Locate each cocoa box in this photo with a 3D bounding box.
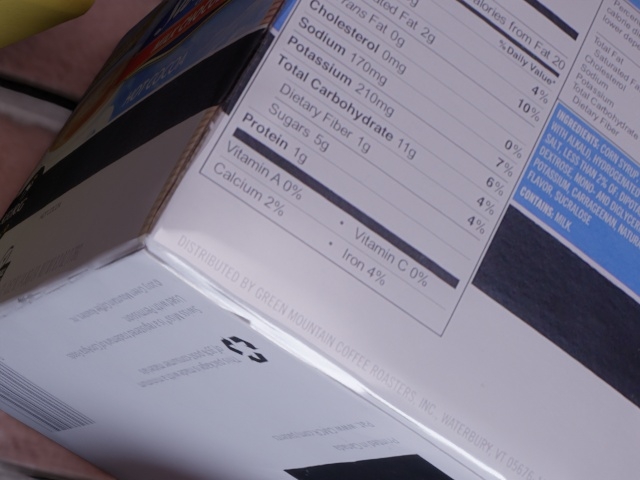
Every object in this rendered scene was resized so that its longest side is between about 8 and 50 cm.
[{"bbox_3d":[0.000,0.000,0.731,0.231,0.347,0.228,35,66,-17],"label":"cocoa box"}]

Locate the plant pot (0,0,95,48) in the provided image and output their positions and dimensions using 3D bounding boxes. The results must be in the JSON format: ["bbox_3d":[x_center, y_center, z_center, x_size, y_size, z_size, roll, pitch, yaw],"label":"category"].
[{"bbox_3d":[-0.206,-0.196,0.754,0.187,0.212,0.212,23,70,-35],"label":"plant pot"}]
